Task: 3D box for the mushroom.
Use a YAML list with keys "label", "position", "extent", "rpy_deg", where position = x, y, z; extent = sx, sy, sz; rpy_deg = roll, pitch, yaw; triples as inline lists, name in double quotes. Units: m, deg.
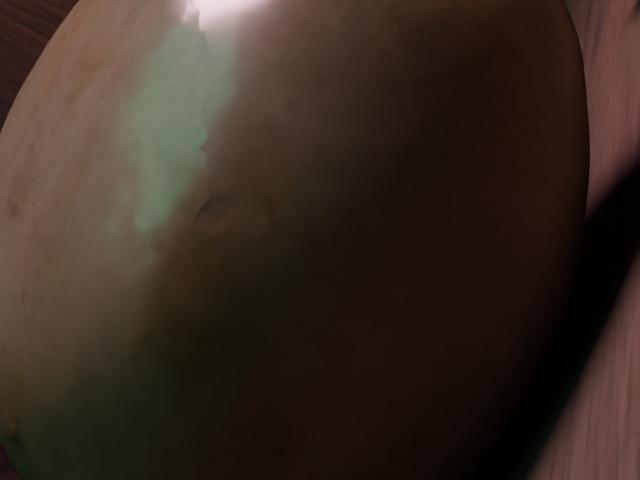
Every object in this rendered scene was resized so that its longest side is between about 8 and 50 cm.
- label: "mushroom"
  position: [0.000, 0.000, 0.868]
  extent: [0.362, 0.294, 0.362]
  rpy_deg: [-37, 41, 40]
